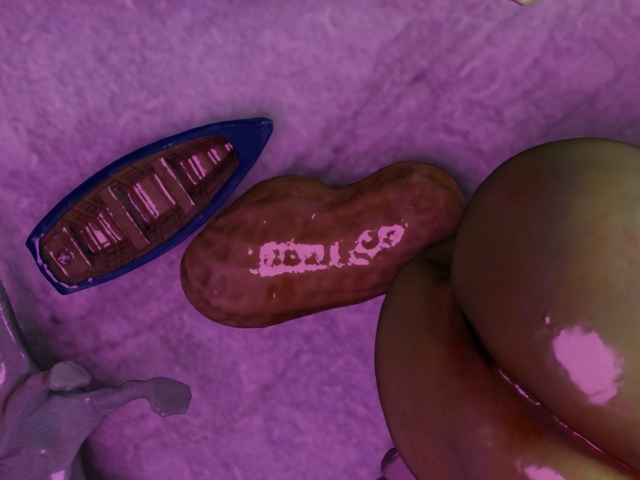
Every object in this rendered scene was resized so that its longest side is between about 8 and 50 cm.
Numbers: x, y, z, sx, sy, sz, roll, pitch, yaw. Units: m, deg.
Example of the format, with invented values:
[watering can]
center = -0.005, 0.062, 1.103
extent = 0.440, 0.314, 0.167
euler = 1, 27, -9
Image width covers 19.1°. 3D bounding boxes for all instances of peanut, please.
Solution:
[peanut]
center = 0.000, 0.000, 1.397
extent = 0.226, 0.095, 0.108
euler = -14, 106, 17

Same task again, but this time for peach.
[peach]
center = 0.186, 0.083, 1.289
extent = 0.292, 0.247, 0.292
euler = 3, 107, 9

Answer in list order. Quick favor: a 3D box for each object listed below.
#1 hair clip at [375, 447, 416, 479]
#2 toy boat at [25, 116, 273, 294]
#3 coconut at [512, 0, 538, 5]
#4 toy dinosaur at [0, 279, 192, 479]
[hair clip]
center = 0.162, 0.270, 1.452
extent = 0.173, 0.069, 0.300
euler = -31, 86, 16
[toy boat]
center = -0.122, -0.036, 1.444
extent = 0.229, 0.046, 0.080
euler = -33, 95, 21
[coconut]
center = 0.132, -0.259, 1.233
extent = 0.222, 0.202, 0.202
euler = -21, 101, 15
[toy dinosaur]
center = -0.214, 0.117, 1.476
extent = 0.393, 0.092, 0.205
euler = 53, 140, -9
